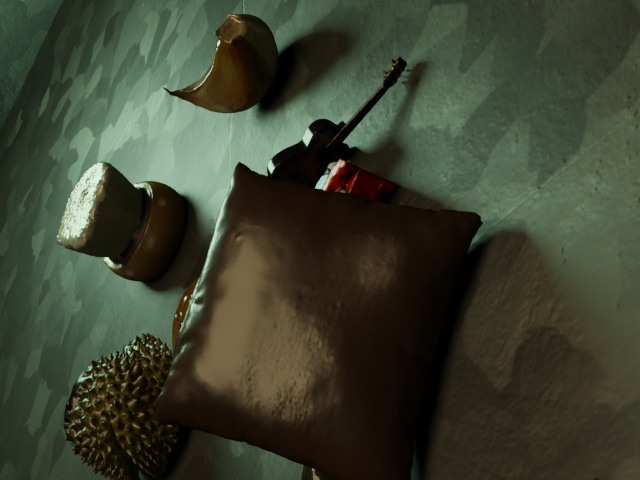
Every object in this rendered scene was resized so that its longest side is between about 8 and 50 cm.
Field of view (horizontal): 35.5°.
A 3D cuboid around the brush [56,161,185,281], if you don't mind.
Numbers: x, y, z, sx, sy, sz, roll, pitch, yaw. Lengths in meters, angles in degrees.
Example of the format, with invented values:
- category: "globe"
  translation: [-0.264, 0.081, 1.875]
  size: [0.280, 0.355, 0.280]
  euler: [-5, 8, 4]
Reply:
- category: "brush"
  translation: [-0.357, -0.031, 1.711]
  size: [0.267, 0.166, 0.174]
  euler: [0, 72, 60]

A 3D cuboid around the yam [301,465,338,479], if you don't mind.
- category: "yam"
  translation: [-0.004, 0.330, 1.042]
  size: [0.061, 0.061, 0.253]
  euler: [-20, 55, 52]

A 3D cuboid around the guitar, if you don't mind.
- category: "guitar"
  translation: [0.027, -0.142, 1.273]
  size: [0.233, 0.088, 0.025]
  euler: [-48, 36, 15]

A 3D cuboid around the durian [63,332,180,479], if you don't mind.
- category: "durian"
  translation: [-0.298, 0.232, 1.466]
  size: [0.193, 0.138, 0.237]
  euler: [-68, 28, 25]

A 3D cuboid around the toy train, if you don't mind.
- category: "toy train"
  translation: [0.000, 0.000, 1.211]
  size: [0.204, 0.083, 0.131]
  euler: [-64, 29, 6]

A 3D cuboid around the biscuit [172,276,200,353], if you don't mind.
- category: "biscuit"
  translation: [-0.169, 0.116, 1.435]
  size: [0.170, 0.050, 0.170]
  euler: [-35, 44, 44]

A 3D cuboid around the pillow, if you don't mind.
- category: "pillow"
  translation: [-0.006, 0.085, 1.064]
  size: [0.305, 0.108, 0.308]
  euler: [12, 80, 25]

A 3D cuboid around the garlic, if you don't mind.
- category: "garlic"
  translation: [-0.130, -0.258, 1.551]
  size: [0.115, 0.128, 0.207]
  euler: [55, 136, 4]
